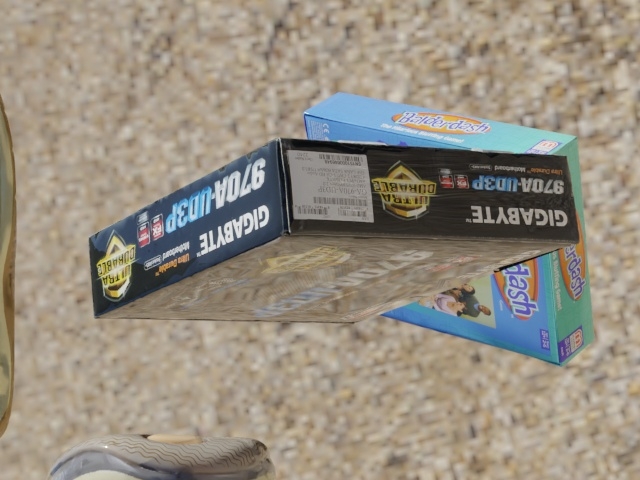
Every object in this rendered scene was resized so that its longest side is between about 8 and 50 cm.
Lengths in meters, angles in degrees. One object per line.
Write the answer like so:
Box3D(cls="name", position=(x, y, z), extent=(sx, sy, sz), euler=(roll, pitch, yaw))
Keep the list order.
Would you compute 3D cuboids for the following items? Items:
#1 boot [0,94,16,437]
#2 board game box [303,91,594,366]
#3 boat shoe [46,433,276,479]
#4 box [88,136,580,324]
Box3D(cls="boot", position=(-0.297, 0.001, 1.192), extent=(0.095, 0.203, 0.262), euler=(5, 97, 64))
Box3D(cls="board game box", position=(0.090, -0.011, 1.364), extent=(0.210, 0.047, 0.160), euler=(15, 124, 38))
Box3D(cls="boat shoe", position=(-0.110, 0.207, 0.992), extent=(0.355, 0.132, 0.130), euler=(118, 150, -62))
Box3D(cls="box", position=(0.000, 0.000, 1.019), extent=(0.220, 0.175, 0.051), euler=(-23, 69, 56))
